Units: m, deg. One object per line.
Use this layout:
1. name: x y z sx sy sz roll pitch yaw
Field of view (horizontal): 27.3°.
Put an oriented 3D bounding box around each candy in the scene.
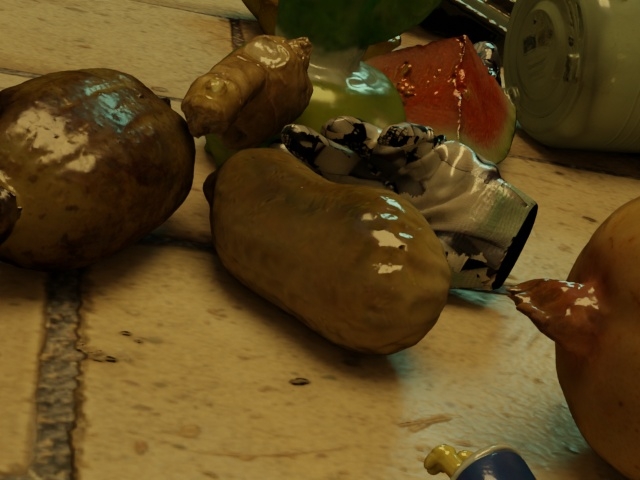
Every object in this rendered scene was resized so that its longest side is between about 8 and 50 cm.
1. candy: 0.174 -0.191 1.552 0.094 0.051 0.226 2 22 -1

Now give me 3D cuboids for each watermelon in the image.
1. watermelon: 0.116 -0.115 1.305 0.193 0.137 0.145 9 59 -10

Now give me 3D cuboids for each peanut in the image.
1. peanut: 0.000 0.000 0.960 0.236 0.120 0.110 33 -14 42

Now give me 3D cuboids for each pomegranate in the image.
1. pomegranate: 0.250 0.062 0.842 0.207 0.207 0.207 12 24 -5

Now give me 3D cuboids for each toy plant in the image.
1. toy plant: 0.012 -0.205 1.160 0.224 0.316 0.184 27 26 31

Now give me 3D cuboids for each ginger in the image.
1. ginger: -0.065 -0.108 1.043 0.067 0.096 0.165 40 36 13

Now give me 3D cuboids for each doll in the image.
1. doll: 0.116 0.161 0.734 0.098 0.058 0.143 19 15 -46

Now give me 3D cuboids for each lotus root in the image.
1. lotus root: -0.182 -0.049 0.945 0.145 0.128 0.260 30 28 10

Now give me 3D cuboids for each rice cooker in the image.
1. rice cooker: 0.337 -0.206 1.455 0.244 0.226 0.226 2 26 -17

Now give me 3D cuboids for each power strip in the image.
1. power strip: 0.198 -0.339 1.834 0.251 0.092 0.257 28 25 11

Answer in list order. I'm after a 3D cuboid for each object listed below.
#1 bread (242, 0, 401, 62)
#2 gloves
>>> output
1. bread: -0.012 -0.275 1.590 0.160 0.088 0.233 -4 32 -26
2. gloves: 0.059 -0.034 1.065 0.212 0.128 0.111 26 17 17
